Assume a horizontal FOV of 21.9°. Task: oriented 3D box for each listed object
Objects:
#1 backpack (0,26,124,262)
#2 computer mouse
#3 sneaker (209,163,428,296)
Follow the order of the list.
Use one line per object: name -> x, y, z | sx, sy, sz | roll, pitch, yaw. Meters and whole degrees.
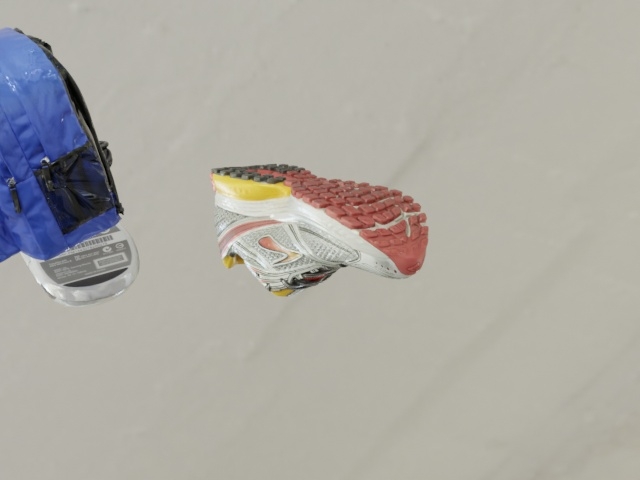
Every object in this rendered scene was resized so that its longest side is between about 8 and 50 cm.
backpack -> -0.180, -0.055, 0.957 | 0.101, 0.098, 0.120 | -31, -57, -25
computer mouse -> -0.174, -0.007, 1.116 | 0.106, 0.193, 0.042 | -14, -50, -15
sneaker -> 0.000, 0.000, 1.251 | 0.088, 0.093, 0.225 | -7, 14, -36
